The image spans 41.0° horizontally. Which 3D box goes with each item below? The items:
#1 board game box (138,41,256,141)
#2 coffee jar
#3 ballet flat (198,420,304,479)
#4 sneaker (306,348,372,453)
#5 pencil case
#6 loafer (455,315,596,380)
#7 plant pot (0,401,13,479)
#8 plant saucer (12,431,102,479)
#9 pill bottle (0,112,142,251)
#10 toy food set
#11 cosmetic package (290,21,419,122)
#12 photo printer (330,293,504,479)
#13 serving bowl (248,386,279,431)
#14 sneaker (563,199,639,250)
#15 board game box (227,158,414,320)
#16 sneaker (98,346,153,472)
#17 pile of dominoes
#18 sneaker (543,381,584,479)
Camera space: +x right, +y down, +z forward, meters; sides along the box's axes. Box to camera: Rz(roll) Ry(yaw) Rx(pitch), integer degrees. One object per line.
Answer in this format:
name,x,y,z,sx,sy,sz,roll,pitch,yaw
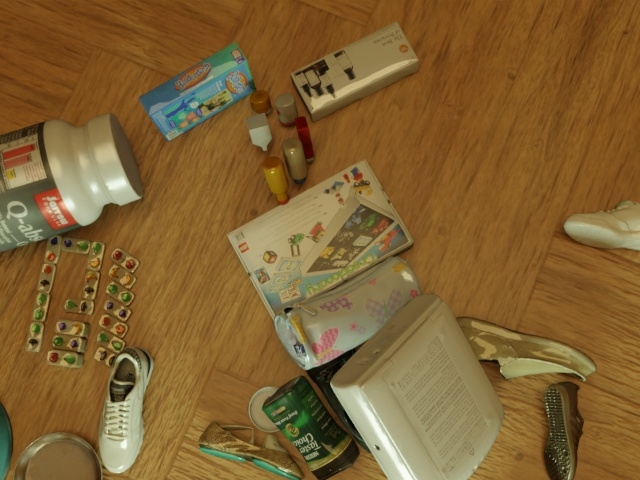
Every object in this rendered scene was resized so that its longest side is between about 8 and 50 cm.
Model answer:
board game box,-0.232,-0.284,1.655,0.210,0.160,0.047,-30,79,-4
coffee jar,-0.016,0.342,1.547,0.096,0.079,0.184,-38,92,32
ballet flat,-0.120,0.381,1.573,0.206,0.073,0.067,18,66,2
sneaker,0.053,0.269,1.566,0.101,0.106,0.267,-37,78,-2
pencil case,0.051,0.127,1.550,0.273,0.113,0.124,-24,104,-22
loafer,0.365,0.215,1.570,0.268,0.102,0.092,15,81,15
plant pot,-0.723,0.368,1.505,0.271,0.255,0.272,0,79,2
plant saucer,-0.486,0.442,1.595,0.168,0.029,0.168,0,79,2
pill bottle,-0.538,-0.107,1.609,0.363,0.210,0.210,-18,79,0
toy food set,-0.074,-0.188,1.666,0.111,0.104,0.232,-17,49,-2
cosmetic package,0.068,-0.335,1.702,0.239,0.060,0.099,-27,80,-3
photo printer,0.183,0.287,1.480,0.256,0.107,0.307,-42,111,-29
serving bowl,-0.095,0.315,1.597,0.083,0.027,0.083,3,78,-15
sneaker,0.566,-0.037,1.624,0.212,0.080,0.094,9,68,-3
board game box,0.000,0.000,1.644,0.305,0.053,0.193,-29,78,-3
sneaker,-0.370,0.313,1.580,0.090,0.095,0.235,6,86,-1
pile of dominoes,-0.460,0.118,1.650,0.196,0.040,0.251,8,80,4
sneaker,0.452,0.350,1.552,0.071,0.066,0.188,-5,95,-32
